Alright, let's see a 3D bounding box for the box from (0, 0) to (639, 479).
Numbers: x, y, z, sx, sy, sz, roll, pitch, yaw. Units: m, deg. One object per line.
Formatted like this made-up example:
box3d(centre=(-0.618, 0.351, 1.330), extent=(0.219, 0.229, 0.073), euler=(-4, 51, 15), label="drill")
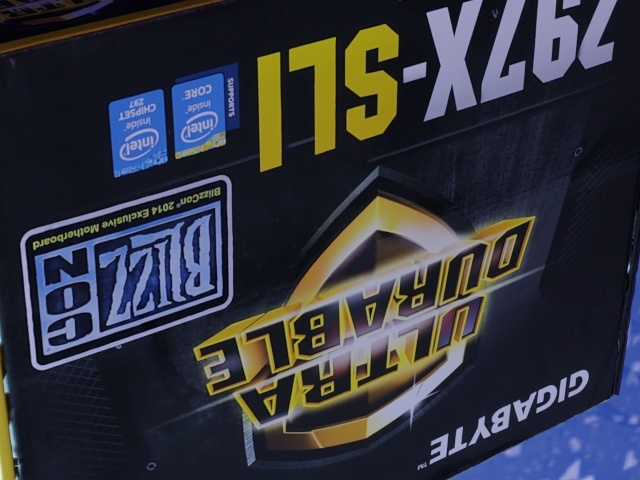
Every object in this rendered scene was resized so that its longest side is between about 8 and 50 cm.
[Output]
box3d(centre=(0.000, 0.000, 0.555), extent=(0.322, 0.079, 0.257), euler=(-19, 124, -31), label="box")
